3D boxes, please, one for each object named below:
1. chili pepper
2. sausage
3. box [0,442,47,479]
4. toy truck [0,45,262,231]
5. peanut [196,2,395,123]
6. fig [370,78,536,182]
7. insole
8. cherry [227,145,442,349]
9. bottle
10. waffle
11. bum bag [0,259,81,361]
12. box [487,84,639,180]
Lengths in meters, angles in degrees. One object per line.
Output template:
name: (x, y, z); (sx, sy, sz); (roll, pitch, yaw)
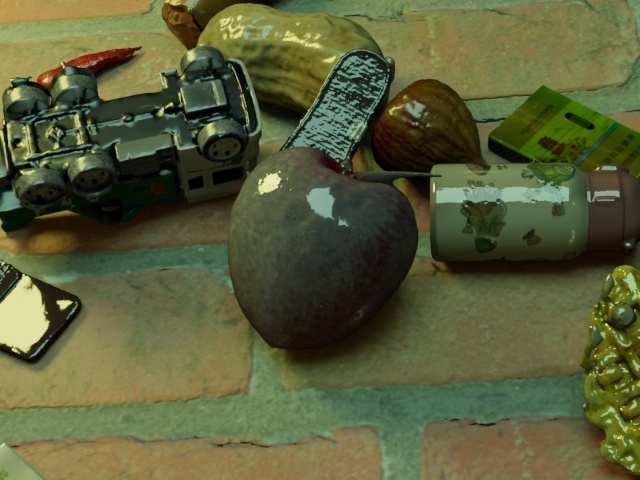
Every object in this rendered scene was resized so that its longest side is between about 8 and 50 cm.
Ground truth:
chili pepper: (-0.339, -0.250, 1.742); (0.178, 0.027, 0.045); (-23, 50, -14)
sausage: (-0.119, -0.390, 1.786); (0.109, 0.109, 0.270); (30, 57, 29)
box: (-0.295, 0.333, 1.209); (0.243, 0.067, 0.155); (33, 63, 31)
toy truck: (-0.254, -0.114, 1.513); (0.363, 0.178, 0.176); (-15, 59, -5)
peanut: (-0.020, -0.241, 1.623); (0.291, 0.143, 0.159); (19, 20, 29)
fig: (0.168, -0.114, 1.502); (0.201, 0.134, 0.146); (29, 28, 6)
insole: (-0.002, -0.096, 1.480); (0.110, 0.012, 0.309); (28, 84, 12)
cherry: (0.000, 0.000, 1.366); (0.213, 0.183, 0.266); (28, 85, 23)
bottle: (0.256, -0.035, 1.415); (0.253, 0.120, 0.120); (-1, 49, 6)
waffle: (0.399, 0.133, 1.221); (0.262, 0.060, 0.280); (15, 85, 13)
bum bag: (-0.379, 0.081, 1.464); (0.159, 0.026, 0.109); (20, 54, 23)
box: (0.326, -0.119, 1.536); (0.193, 0.030, 0.121); (33, 61, 31)
